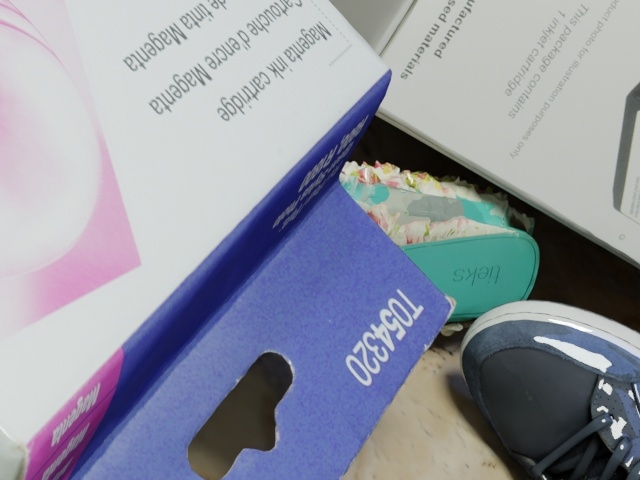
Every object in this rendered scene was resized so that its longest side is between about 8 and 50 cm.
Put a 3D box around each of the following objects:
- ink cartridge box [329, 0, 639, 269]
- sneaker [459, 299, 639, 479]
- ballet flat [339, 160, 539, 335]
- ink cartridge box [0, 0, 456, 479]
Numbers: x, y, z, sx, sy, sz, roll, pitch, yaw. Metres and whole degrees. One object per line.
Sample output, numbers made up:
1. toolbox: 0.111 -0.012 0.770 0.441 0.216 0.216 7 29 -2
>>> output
1. ink cartridge box: 0.148 -0.078 1.000 0.307 0.129 0.223 29 11 -20
2. sneaker: 0.139 0.133 0.847 0.226 0.086 0.163 42 30 -3
3. ballet flat: 0.000 0.000 0.879 0.241 0.091 0.077 11 14 -46
4. ink cartridge box: -0.091 -0.044 0.657 0.330 0.071 0.324 45 31 -4
